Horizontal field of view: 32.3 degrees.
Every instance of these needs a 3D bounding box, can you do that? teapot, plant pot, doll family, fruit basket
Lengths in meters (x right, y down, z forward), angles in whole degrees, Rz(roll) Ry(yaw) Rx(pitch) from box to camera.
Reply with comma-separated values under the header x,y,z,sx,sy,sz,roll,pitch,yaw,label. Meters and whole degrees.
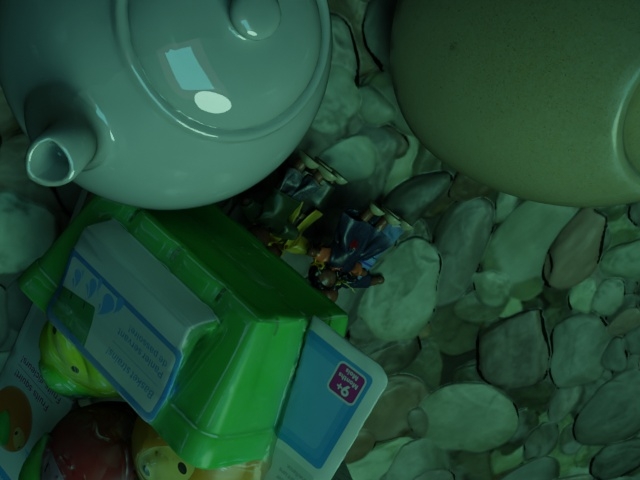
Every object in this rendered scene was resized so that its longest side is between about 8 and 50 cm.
x,y,z,sx,sy,sz,roll,pitch,yaw,label
-0.080,-0.142,0.743,0.252,0.187,0.256,9,84,-33,teapot
0.222,-0.138,0.846,0.284,0.191,0.284,-13,124,-21,plant pot
0.000,0.000,0.948,0.193,0.076,0.111,33,99,-31,doll family
-0.149,0.147,0.854,0.165,0.327,0.353,12,114,-56,fruit basket

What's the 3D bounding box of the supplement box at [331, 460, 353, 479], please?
x,y,z,sx,sy,sz,roll,pitch,yaw,label
-0.041,0.228,0.967,0.114,0.220,0.111,38,102,-30,supplement box
